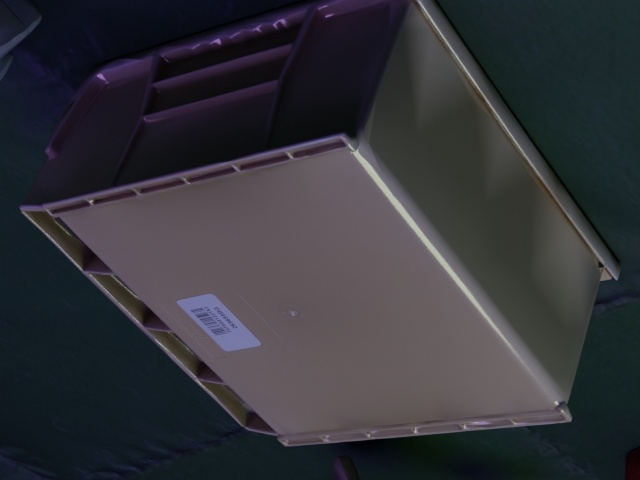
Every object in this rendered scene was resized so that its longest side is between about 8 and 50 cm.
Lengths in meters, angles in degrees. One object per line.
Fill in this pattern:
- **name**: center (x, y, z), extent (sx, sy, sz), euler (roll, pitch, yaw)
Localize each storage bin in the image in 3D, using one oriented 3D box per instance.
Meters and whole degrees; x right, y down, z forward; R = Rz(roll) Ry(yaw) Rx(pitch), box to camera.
- **storage bin**: center (0.000, 0.000, 0.942), extent (0.260, 0.123, 0.262), euler (-10, 135, 36)

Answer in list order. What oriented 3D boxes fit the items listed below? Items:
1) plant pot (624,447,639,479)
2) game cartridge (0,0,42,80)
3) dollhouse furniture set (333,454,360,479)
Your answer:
- **plant pot**: center (0.366, 0.265, 1.023), extent (0.267, 0.235, 0.267), euler (31, 144, -16)
- **game cartridge**: center (-0.325, -0.133, 0.922), extent (0.230, 0.068, 0.355), euler (46, 140, -15)
- **dollhouse furniture set**: center (0.189, 0.283, 1.303), extent (0.356, 0.173, 0.303), euler (-7, 132, -12)
